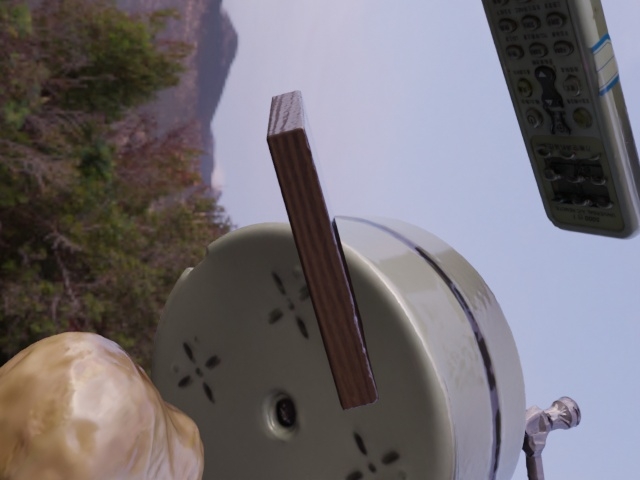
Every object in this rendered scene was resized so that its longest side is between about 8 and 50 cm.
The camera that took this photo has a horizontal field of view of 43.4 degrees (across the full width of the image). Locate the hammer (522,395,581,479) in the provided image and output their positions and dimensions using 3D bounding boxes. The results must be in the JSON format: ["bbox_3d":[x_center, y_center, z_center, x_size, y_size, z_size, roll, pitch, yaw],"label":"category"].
[{"bbox_3d":[0.327,0.436,1.138,0.044,0.152,0.427,11,-63,62],"label":"hammer"}]

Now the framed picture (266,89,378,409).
[{"bbox_3d":[0.000,0.000,0.499,0.128,0.023,0.169,-97,173,-70],"label":"framed picture"}]

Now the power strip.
[{"bbox_3d":[0.014,0.155,0.746,0.357,0.161,0.358,3,-85,36],"label":"power strip"}]

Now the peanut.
[{"bbox_3d":[-0.101,0.130,0.387,0.085,0.104,0.228,39,-30,30],"label":"peanut"}]

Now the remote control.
[{"bbox_3d":[0.261,-0.157,0.846,0.128,0.065,0.335,12,-49,53],"label":"remote control"}]
